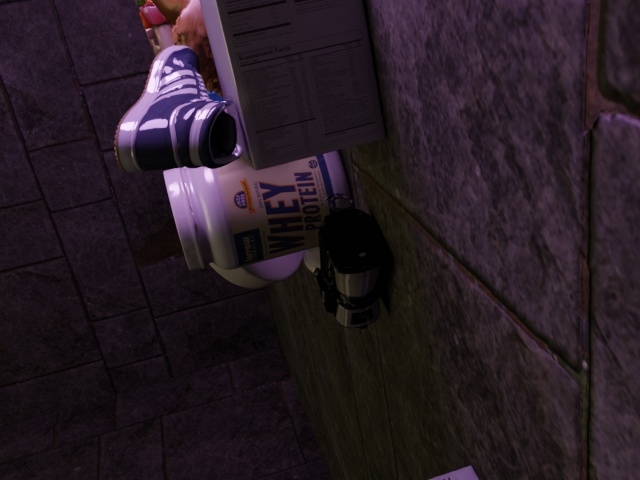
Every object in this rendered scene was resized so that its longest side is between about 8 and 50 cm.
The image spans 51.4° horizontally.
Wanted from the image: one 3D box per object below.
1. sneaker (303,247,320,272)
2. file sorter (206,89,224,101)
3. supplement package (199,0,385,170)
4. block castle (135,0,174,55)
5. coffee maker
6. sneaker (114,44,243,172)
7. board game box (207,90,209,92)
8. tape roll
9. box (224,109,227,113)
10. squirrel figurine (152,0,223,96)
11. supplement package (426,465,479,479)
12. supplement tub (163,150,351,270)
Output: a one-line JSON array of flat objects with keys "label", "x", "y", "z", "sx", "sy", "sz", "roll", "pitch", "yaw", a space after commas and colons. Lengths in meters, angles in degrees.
[{"label": "sneaker", "x": 0.000, "y": 0.000, "z": 1.507, "sx": 0.212, "sy": 0.080, "sz": 0.094, "roll": -121, "pitch": 40, "yaw": -50}, {"label": "file sorter", "x": -0.274, "y": -0.451, "z": 2.081, "sx": 0.118, "sy": 0.170, "sz": 0.104, "roll": 85, "pitch": 169, "yaw": -45}, {"label": "supplement package", "x": -0.047, "y": -0.265, "z": 0.967, "sx": 0.199, "sy": 0.198, "sz": 0.263, "roll": -134, "pitch": 30, "yaw": -68}, {"label": "block castle", "x": -0.403, "y": -0.728, "z": 2.025, "sx": 0.453, "sy": 0.302, "sz": 0.213, "roll": -121, "pitch": 13, "yaw": -59}, {"label": "coffee maker", "x": 0.056, "y": 0.039, "z": 1.165, "sx": 0.178, "sy": 0.120, "sz": 0.171, "roll": 89, "pitch": -174, "yaw": -51}, {"label": "sneaker", "x": -0.180, "y": -0.196, "z": 0.972, "sx": 0.282, "sy": 0.153, "sz": 0.099, "roll": -79, "pitch": -14, "yaw": -46}, {"label": "board game box", "x": -0.339, "y": -0.522, "z": 2.189, "sx": 0.097, "sy": 0.223, "sz": 0.304, "roll": -115, "pitch": 14, "yaw": -62}, {"label": "tape roll", "x": -0.170, "y": -0.080, "z": 1.576, "sx": 0.392, "sy": 0.072, "sz": 0.392, "roll": 33, "pitch": -134, "yaw": -43}, {"label": "box", "x": -0.208, "y": -0.268, "z": 1.876, "sx": 0.123, "sy": 0.128, "sz": 0.257, "roll": -90, "pitch": 6, "yaw": -62}, {"label": "squirrel figurine", "x": -0.175, "y": -0.411, "z": 1.265, "sx": 0.370, "sy": 0.280, "sz": 0.397, "roll": 85, "pitch": 177, "yaw": -78}, {"label": "supplement package", "x": 0.148, "y": 0.458, "z": 0.927, "sx": 0.149, "sy": 0.203, "sz": 0.194, "roll": -117, "pitch": 15, "yaw": -52}, {"label": "supplement tub", "x": -0.122, "y": -0.077, "z": 1.301, "sx": 0.235, "sy": 0.324, "sz": 0.236, "roll": 165, "pitch": 90, "yaw": -80}]
